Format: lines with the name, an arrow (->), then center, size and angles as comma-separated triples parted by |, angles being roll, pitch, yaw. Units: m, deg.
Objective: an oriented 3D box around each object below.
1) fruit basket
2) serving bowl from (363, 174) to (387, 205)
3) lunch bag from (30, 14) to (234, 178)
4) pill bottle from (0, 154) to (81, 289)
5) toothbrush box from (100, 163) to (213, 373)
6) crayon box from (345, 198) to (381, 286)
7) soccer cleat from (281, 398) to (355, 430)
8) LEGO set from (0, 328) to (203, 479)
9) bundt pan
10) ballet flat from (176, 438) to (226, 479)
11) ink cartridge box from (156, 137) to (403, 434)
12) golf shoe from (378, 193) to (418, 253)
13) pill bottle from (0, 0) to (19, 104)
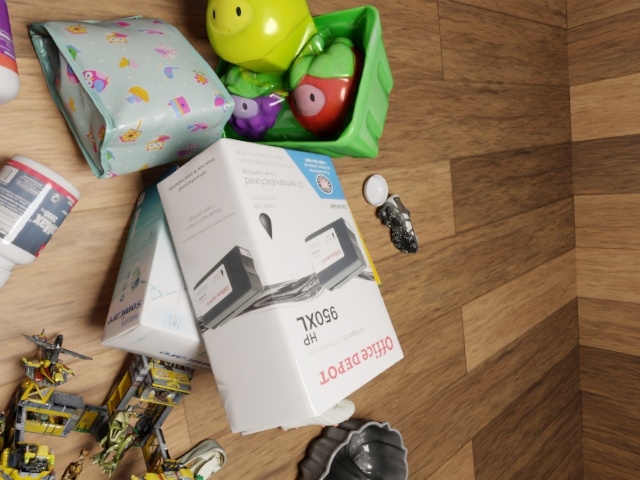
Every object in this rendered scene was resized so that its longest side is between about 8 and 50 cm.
fruit basket -> -0.082, -0.308, 0.803 | 0.392, 0.392, 0.282 | 20, 79, -40
serving bowl -> 0.145, -0.135, 1.232 | 0.083, 0.027, 0.083 | -2, 93, -40
lunch bag -> -0.308, -0.256, 0.745 | 0.223, 0.160, 0.262 | -26, 76, -37
pill bottle -> -0.452, -0.025, 0.668 | 0.108, 0.108, 0.180 | 40, 68, -35
toothbrush box -> -0.217, 0.055, 0.790 | 0.216, 0.126, 0.295 | 31, 47, -38
crayon box -> 0.000, 0.000, 0.994 | 0.165, 0.081, 0.278 | -11, 72, -34
soccer cleat -> -0.008, 0.394, 1.066 | 0.196, 0.068, 0.076 | -3, 111, -18
LEGO set -> -0.317, 0.268, 0.702 | 0.331, 0.255, 0.192 | 30, 96, -29
bundt pan -> 0.071, 0.598, 1.141 | 0.331, 0.124, 0.330 | -2, 94, -40
ballet flat -> -0.275, 0.463, 0.870 | 0.213, 0.068, 0.072 | -28, 111, -36
ink cartridge box -> -0.052, 0.060, 0.742 | 0.285, 0.166, 0.394 | -7, 74, -56
golf shoe -> 0.235, -0.045, 1.284 | 0.198, 0.077, 0.094 | 58, 45, -38
pill bottle -> -0.500, -0.337, 0.562 | 0.182, 0.181, 0.322 | -12, 100, -40
